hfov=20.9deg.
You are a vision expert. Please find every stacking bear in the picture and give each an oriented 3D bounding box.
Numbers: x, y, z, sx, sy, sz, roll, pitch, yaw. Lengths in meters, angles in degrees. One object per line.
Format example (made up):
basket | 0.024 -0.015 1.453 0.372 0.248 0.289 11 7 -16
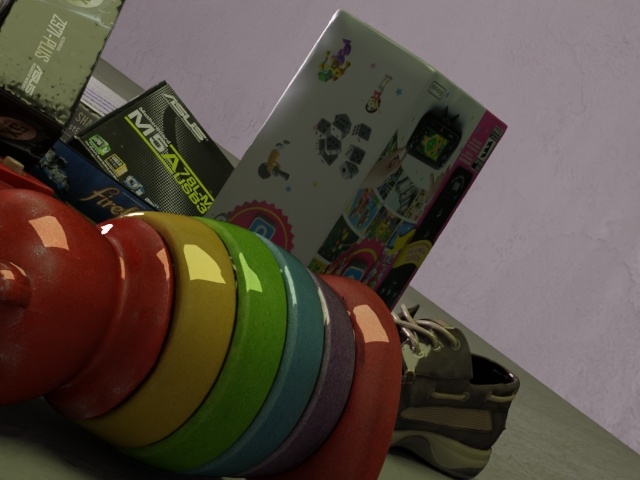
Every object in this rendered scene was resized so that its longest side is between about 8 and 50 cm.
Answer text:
stacking bear | -0.103 0.057 1.009 0.289 0.164 0.175 23 10 -42

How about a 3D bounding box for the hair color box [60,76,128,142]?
hair color box | -0.248 -0.101 1.893 0.185 0.110 0.339 35 3 -2

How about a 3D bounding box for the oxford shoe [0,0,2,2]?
oxford shoe | -0.317 -0.215 1.464 0.140 0.146 0.397 63 -18 2

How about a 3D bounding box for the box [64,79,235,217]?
box | -0.144 -0.047 1.666 0.191 0.045 0.184 52 33 -2

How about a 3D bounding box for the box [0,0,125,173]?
box | -0.239 -0.112 1.320 0.077 0.180 0.147 31 49 -17

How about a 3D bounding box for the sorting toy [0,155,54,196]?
sorting toy | -0.274 -0.036 1.138 0.255 0.089 0.257 31 5 -25

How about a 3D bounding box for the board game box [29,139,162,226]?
board game box | -0.210 -0.031 1.505 0.243 0.042 0.165 35 -15 20

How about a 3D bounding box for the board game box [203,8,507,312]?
board game box | 0.000 0.000 1.299 0.097 0.303 0.224 35 6 21

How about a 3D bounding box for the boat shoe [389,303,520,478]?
boat shoe | 0.070 0.118 1.623 0.132 0.130 0.355 36 5 35
